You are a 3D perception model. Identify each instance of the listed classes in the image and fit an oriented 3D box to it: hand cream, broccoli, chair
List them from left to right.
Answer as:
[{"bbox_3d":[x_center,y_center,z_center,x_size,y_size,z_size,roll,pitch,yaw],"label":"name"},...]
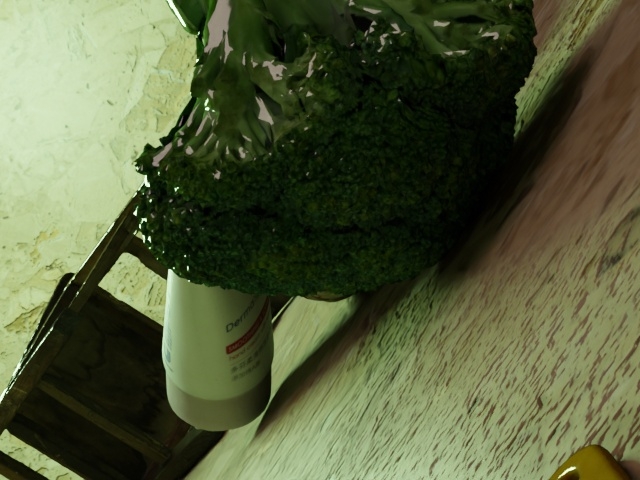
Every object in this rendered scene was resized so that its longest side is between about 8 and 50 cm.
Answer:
[{"bbox_3d":[-0.215,0.156,1.460,0.416,0.203,0.240,-48,13,45],"label":"chair"},{"bbox_3d":[-0.072,0.027,1.039,0.248,0.083,0.133,93,-166,-45],"label":"hand cream"},{"bbox_3d":[-0.005,-0.083,0.840,0.269,0.241,0.261,-22,-3,-43],"label":"broccoli"}]

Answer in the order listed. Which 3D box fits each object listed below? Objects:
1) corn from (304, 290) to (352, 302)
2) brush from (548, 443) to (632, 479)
[{"bbox_3d":[0.000,0.000,1.076,0.086,0.086,0.253,-56,4,-1],"label":"corn"},{"bbox_3d":[0.073,0.084,0.287,0.103,0.013,0.272,-55,4,3],"label":"brush"}]
